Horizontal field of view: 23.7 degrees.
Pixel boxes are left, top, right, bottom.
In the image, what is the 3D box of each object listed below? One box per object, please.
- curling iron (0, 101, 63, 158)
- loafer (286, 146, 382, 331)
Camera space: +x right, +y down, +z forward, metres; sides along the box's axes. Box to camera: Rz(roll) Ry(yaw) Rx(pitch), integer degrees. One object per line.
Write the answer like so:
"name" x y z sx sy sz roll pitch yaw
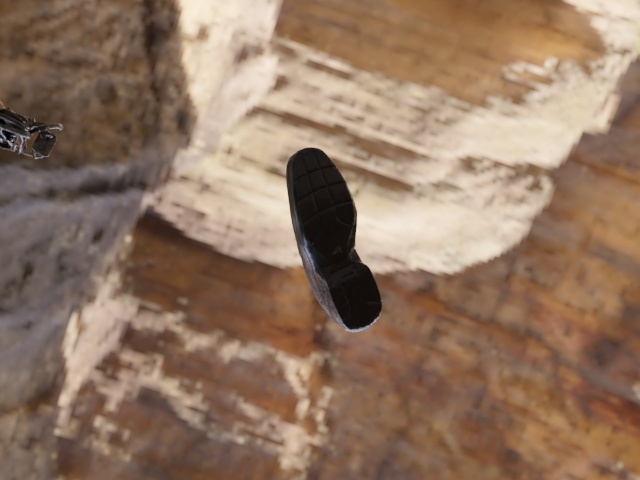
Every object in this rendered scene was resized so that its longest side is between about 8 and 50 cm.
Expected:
"curling iron" -0.244 -0.123 1.054 0.068 0.035 0.274 19 164 16
"loafer" 0.000 0.000 1.358 0.062 0.170 0.061 -19 -170 -26
